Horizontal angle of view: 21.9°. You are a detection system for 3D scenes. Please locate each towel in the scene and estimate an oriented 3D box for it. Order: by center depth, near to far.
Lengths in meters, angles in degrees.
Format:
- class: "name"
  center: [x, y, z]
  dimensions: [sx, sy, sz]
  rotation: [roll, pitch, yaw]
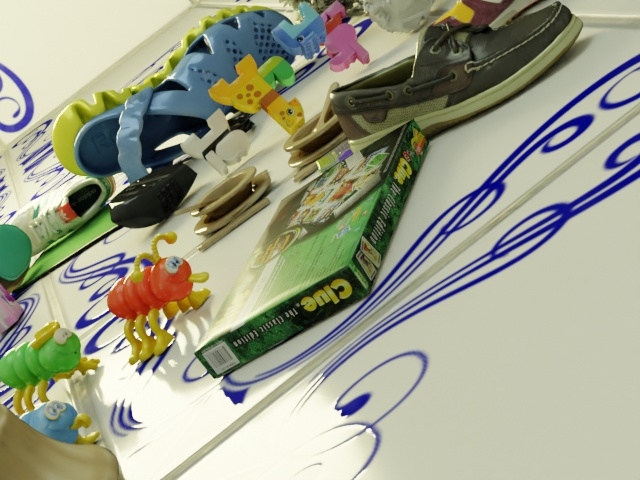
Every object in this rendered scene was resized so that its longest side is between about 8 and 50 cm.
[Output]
- class: "towel"
  center: [0.032, -0.083, 1.433]
  dimensions: [0.083, 0.009, 0.060]
  rotation: [-35, 15, 8]

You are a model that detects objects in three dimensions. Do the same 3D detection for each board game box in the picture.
- class: "board game box"
  center: [0.000, 0.000, 1.208]
  dimensions: [0.136, 0.030, 0.260]
  rotation: [-28, 16, 24]

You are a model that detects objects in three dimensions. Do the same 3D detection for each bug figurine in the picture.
- class: "bug figurine"
  center: [-0.203, 0.107, 1.258]
  dimensions: [0.216, 0.072, 0.279]
  rotation: [-27, 17, 35]

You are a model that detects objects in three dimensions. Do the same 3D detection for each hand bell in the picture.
- class: "hand bell"
  center: [-0.247, 0.095, 1.017]
  dimensions: [0.126, 0.242, 0.126]
  rotation: [-31, 24, 16]

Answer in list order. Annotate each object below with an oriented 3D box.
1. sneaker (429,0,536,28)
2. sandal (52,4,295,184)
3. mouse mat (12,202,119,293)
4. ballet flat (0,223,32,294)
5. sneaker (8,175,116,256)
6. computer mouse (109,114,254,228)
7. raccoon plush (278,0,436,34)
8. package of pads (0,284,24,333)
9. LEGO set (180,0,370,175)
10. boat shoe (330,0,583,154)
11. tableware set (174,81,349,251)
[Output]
- class: "sneaker"
  center: [0.158, -0.241, 1.483]
  dimensions: [0.185, 0.084, 0.069]
  rotation: [-31, 15, 19]
- class: "sandal"
  center: [-0.149, -0.155, 1.925]
  dimensions: [0.317, 0.126, 0.138]
  rotation: [-37, 40, -10]
- class: "mouse mat"
  center: [-0.271, -0.011, 1.937]
  dimensions: [0.189, 0.007, 0.152]
  rotation: [-32, 15, 23]
- class: "ballet flat"
  center: [-0.388, 0.053, 1.864]
  dimensions: [0.073, 0.080, 0.232]
  rotation: [-47, 11, 22]
- class: "sneaker"
  center: [-0.316, -0.031, 1.975]
  dimensions: [0.161, 0.057, 0.075]
  rotation: [-34, 8, -1]
- class: "computer mouse"
  center: [-0.141, -0.072, 1.776]
  dimensions: [0.071, 0.041, 0.242]
  rotation: [-11, 21, 42]
- class: "raccoon plush"
  center: [0.025, -0.295, 1.944]
  dimensions: [0.216, 0.299, 0.446]
  rotation: [-20, 49, 7]
- class: "package of pads"
  center: [-0.354, 0.058, 1.757]
  dimensions: [0.032, 0.083, 0.050]
  rotation: [-40, 10, 8]
- class: "LEGO set"
  center: [-0.034, -0.152, 1.691]
  dimensions: [0.227, 0.093, 0.087]
  rotation: [-44, -16, -8]
- class: "boat shoe"
  center: [0.099, -0.134, 1.304]
  dimensions: [0.223, 0.073, 0.080]
  rotation: [-28, 17, 34]
- class: "tableware set"
  center: [-0.046, -0.074, 1.531]
  dimensions: [0.194, 0.039, 0.128]
  rotation: [-35, 14, 6]
